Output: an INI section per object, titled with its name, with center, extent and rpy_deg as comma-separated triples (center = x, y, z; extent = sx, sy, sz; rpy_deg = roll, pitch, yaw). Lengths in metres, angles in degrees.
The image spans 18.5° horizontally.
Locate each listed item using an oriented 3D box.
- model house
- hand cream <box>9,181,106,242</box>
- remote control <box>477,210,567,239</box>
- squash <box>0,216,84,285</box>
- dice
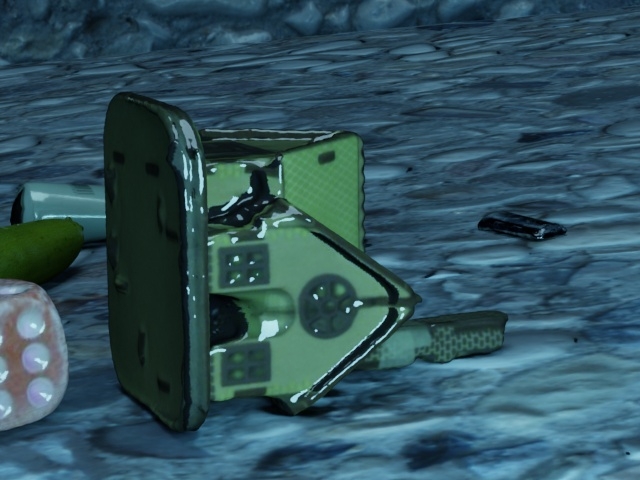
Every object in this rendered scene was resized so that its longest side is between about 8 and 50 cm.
[model house]
center = 0.000, 0.000, 1.380
extent = 0.278, 0.218, 0.205
rpy_deg = -6, 12, -22
[hand cream]
center = -0.155, -0.036, 1.993
extent = 0.320, 0.067, 0.109
rpy_deg = -6, 10, -22
[remote control]
center = 0.184, -0.014, 1.805
extent = 0.039, 0.014, 0.096
rpy_deg = -12, 15, -29
[squash]
center = -0.272, 0.014, 1.765
extent = 0.066, 0.066, 0.201
rpy_deg = 0, 14, 25
[dice]
center = -0.236, 0.080, 1.373
extent = 0.094, 0.093, 0.091
rpy_deg = -17, 16, -36
